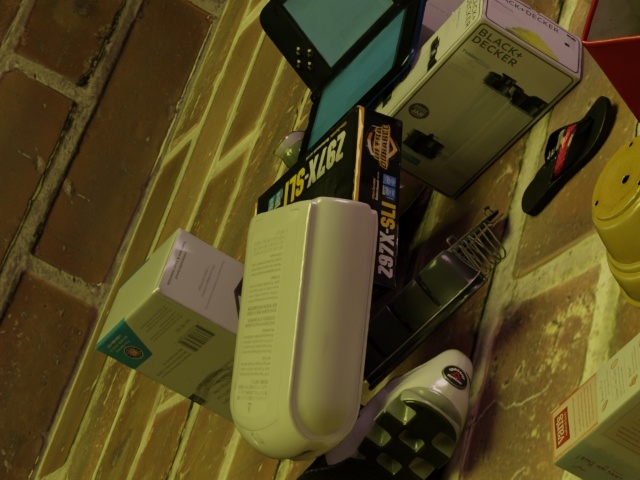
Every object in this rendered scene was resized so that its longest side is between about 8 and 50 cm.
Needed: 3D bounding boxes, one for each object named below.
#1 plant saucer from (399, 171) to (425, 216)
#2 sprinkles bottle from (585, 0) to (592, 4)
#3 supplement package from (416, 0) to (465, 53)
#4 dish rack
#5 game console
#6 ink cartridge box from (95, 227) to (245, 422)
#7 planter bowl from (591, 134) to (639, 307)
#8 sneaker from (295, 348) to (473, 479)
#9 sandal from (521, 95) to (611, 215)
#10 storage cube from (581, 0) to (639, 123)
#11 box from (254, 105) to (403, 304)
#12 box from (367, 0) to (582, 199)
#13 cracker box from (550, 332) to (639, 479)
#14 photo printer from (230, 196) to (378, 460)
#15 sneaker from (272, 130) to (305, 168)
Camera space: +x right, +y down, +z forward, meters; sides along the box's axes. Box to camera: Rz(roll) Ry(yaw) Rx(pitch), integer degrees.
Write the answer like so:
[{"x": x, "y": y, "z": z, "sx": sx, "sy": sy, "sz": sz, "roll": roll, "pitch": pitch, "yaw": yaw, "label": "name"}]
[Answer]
[{"x": 0.032, "y": -0.070, "z": 2.359, "sx": 0.310, "sy": 0.050, "sz": 0.310, "roll": -31, "pitch": 23, "yaw": 15, "label": "plant saucer"}, {"x": 0.432, "y": -0.376, "z": 1.696, "sx": 0.355, "sy": 0.121, "sz": 0.121, "roll": -23, "pitch": 40, "yaw": 46, "label": "sprinkles bottle"}, {"x": 0.130, "y": -0.309, "z": 2.405, "sx": 0.203, "sy": 0.194, "sz": 0.149, "roll": -44, "pitch": 23, "yaw": 41, "label": "supplement package"}, {"x": 0.146, "y": 0.062, "z": 1.925, "sx": 0.208, "sy": 0.074, "sz": 0.271, "roll": -45, "pitch": -5, "yaw": 27, "label": "dish rack"}, {"x": 0.018, "y": -0.299, "z": 2.231, "sx": 0.293, "sy": 0.250, "sz": 0.173, "roll": -42, "pitch": -7, "yaw": 41, "label": "game console"}, {"x": -0.146, "y": 0.145, "z": 2.294, "sx": 0.223, "sy": 0.307, "sz": 0.129, "roll": -41, "pitch": 25, "yaw": 48, "label": "ink cartridge box"}, {"x": 0.345, "y": -0.046, "z": 1.583, "sx": 0.217, "sy": 0.090, "sz": 0.217, "roll": -53, "pitch": 19, "yaw": 27, "label": "planter bowl"}, {"x": 0.086, "y": 0.247, "z": 1.851, "sx": 0.330, "sy": 0.122, "sz": 0.146, "roll": -45, "pitch": 7, "yaw": 42, "label": "sneaker"}, {"x": 0.296, "y": -0.106, "z": 1.889, "sx": 0.179, "sy": 0.040, "sz": 0.067, "roll": -53, "pitch": 19, "yaw": 25, "label": "sandal"}, {"x": 0.387, "y": -0.210, "z": 1.448, "sx": 0.215, "sy": 0.193, "sz": 0.184, "roll": -3, "pitch": 56, "yaw": 39, "label": "storage cube"}, {"x": 0.000, "y": 0.000, "z": 2.101, "sx": 0.322, "sy": 0.079, "sz": 0.257, "roll": -39, "pitch": 39, "yaw": 53, "label": "box"}, {"x": 0.202, "y": -0.201, "z": 2.087, "sx": 0.290, "sy": 0.169, "sz": 0.087, "roll": -44, "pitch": 23, "yaw": 40, "label": "box"}, {"x": 0.322, "y": 0.133, "z": 1.264, "sx": 0.232, "sy": 0.155, "sz": 0.067, "roll": -49, "pitch": 21, "yaw": 33, "label": "cracker box"}, {"x": -0.026, "y": 0.113, "z": 1.857, "sx": 0.256, "sy": 0.107, "sz": 0.307, "roll": 164, "pitch": 113, "yaw": -69, "label": "photo printer"}, {"x": 0.008, "y": -0.133, "z": 2.372, "sx": 0.064, "sy": 0.086, "sz": 0.192, "roll": -53, "pitch": -16, "yaw": 30, "label": "sneaker"}]
